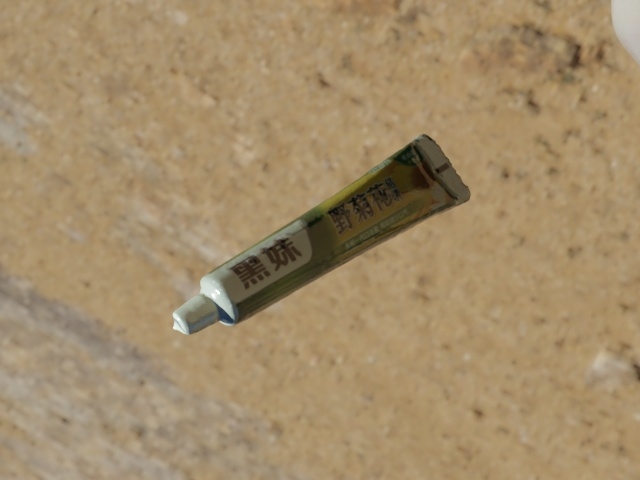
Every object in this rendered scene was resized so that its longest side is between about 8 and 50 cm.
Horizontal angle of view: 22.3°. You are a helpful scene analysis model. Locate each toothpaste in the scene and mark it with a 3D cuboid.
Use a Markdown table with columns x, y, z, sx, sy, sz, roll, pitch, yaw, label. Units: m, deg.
| x | y | z | sx | sy | sz | roll | pitch | yaw | label |
| --- | --- | --- | --- | --- | --- | --- | --- | --- | --- |
| 0.000 | 0.000 | 0.909 | 0.049 | 0.204 | 0.031 | 55 | 150 | 7 | toothpaste |

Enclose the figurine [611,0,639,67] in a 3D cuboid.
| x | y | z | sx | sy | sz | roll | pitch | yaw | label |
| --- | --- | --- | --- | --- | --- | --- | --- | --- | --- |
| 0.316 | -0.114 | 1.138 | 0.248 | 0.381 | 0.203 | -5 | -171 | -27 | figurine |
